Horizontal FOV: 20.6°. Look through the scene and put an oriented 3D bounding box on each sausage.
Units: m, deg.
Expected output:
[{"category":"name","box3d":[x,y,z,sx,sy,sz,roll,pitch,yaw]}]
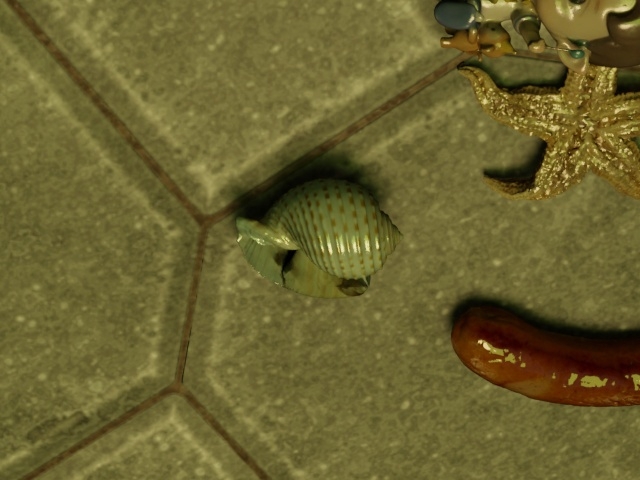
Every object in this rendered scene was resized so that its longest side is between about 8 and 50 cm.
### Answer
[{"category":"sausage","box3d":[0.283,0.127,1.861,0.302,0.076,0.102,4,113,-9]}]

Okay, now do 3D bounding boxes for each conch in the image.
[{"category":"conch","box3d":[0.005,-0.004,1.744,0.153,0.102,0.135,16,137,24]}]

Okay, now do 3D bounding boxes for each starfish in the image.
[{"category":"starfish","box3d":[0.267,-0.122,1.733,0.277,0.062,0.235,31,108,-16]}]

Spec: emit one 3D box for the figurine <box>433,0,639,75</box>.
[{"category":"figurine","box3d":[0.241,-0.234,1.592,0.276,0.158,0.161,6,76,-4]}]
